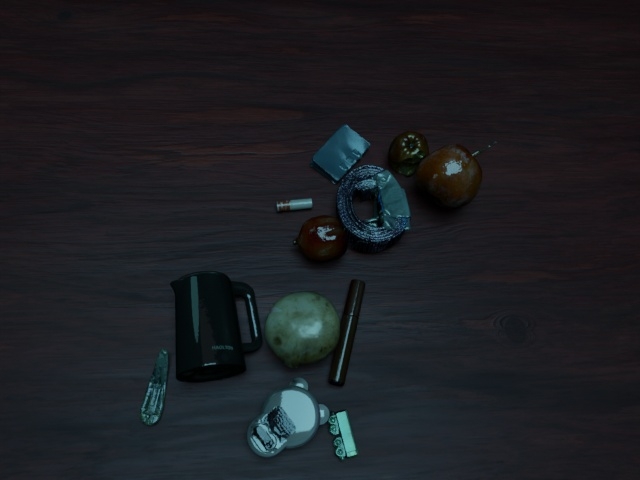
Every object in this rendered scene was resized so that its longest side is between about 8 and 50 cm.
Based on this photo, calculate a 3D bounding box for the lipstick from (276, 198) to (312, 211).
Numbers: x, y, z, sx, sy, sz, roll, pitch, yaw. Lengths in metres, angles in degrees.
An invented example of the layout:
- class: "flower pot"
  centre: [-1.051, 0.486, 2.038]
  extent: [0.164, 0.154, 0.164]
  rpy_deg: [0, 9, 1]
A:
- class: "lipstick"
  centre: [-0.096, -0.130, 1.897]
  extent: [0.131, 0.038, 0.038]
  rpy_deg: [-6, 67, -9]

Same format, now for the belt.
- class: "belt"
  centre: [0.186, -0.118, 1.880]
  extent: [0.261, 0.122, 0.324]
  rpy_deg: [-7, 64, -1]

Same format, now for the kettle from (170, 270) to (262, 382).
- class: "kettle"
  centre: [-0.322, 0.261, 1.615]
  extent: [0.262, 0.203, 0.307]
  rpy_deg: [-8, 64, -7]

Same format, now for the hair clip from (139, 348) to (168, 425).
- class: "hair clip"
  centre: [-0.503, 0.449, 1.597]
  extent: [0.066, 0.036, 0.229]
  rpy_deg: [7, 72, 2]

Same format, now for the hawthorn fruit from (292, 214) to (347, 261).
- class: "hawthorn fruit"
  centre: [0.000, 0.000, 1.785]
  extent: [0.188, 0.169, 0.168]
  rpy_deg: [-17, 68, 3]

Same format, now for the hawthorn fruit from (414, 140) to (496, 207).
- class: "hawthorn fruit"
  centre: [0.463, -0.244, 1.882]
  extent: [0.231, 0.262, 0.235]
  rpy_deg: [17, 18, 36]

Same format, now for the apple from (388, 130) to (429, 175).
- class: "apple"
  centre: [0.337, -0.342, 1.973]
  extent: [0.156, 0.158, 0.146]
  rpy_deg: [1, 64, -1]

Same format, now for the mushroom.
- class: "mushroom"
  centre: [-0.058, 0.280, 1.638]
  extent: [0.255, 0.184, 0.254]
  rpy_deg: [2, 69, -4]

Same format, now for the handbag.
- class: "handbag"
  centre: [0.076, -0.333, 2.000]
  extent: [0.144, 0.057, 0.221]
  rpy_deg: [40, 68, 7]

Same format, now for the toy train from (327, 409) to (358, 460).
- class: "toy train"
  centre: [0.065, 0.593, 1.590]
  extent: [0.071, 0.038, 0.147]
  rpy_deg: [-10, 67, -13]

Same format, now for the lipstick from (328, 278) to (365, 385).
- class: "lipstick"
  centre: [0.089, 0.300, 1.714]
  extent: [0.057, 0.057, 0.356]
  rpy_deg: [14, 65, 0]

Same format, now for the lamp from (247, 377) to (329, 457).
- class: "lamp"
  centre: [-0.107, 0.543, 1.556]
  extent: [0.246, 0.108, 0.179]
  rpy_deg: [-37, 70, -17]
